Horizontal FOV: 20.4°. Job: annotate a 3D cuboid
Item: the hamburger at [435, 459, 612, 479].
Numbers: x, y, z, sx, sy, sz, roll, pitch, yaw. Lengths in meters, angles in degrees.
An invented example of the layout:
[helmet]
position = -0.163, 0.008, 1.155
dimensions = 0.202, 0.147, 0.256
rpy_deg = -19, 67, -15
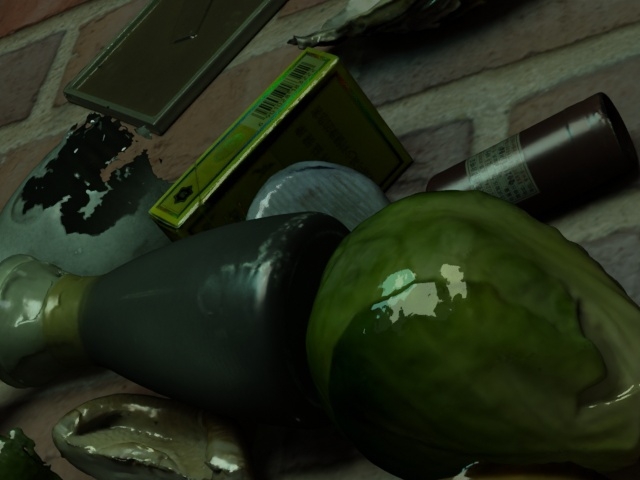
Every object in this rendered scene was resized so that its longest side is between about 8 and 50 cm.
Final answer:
[hamburger]
position = 0.101, 0.245, 1.098
dimensions = 0.237, 0.237, 0.149
rpy_deg = -21, 56, 24

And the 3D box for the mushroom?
[mushroom]
position = -0.126, 0.177, 1.510
dimensions = 0.209, 0.072, 0.094
rpy_deg = 6, 48, 31

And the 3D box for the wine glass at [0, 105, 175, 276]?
[wine glass]
position = -0.262, 0.041, 1.704
dimensions = 0.357, 0.190, 0.190
rpy_deg = -42, 34, 3

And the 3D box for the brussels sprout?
[brussels sprout]
position = 0.118, 0.077, 1.284
dimensions = 0.271, 0.219, 0.210
rpy_deg = 13, 47, 25

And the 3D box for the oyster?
[oyster]
position = 0.098, -0.271, 1.802
dimensions = 0.275, 0.100, 0.271
rpy_deg = -51, 32, 4

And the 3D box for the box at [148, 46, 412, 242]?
[box]
position = -0.034, -0.050, 1.628
dimensions = 0.220, 0.141, 0.064
rpy_deg = -45, 35, -11

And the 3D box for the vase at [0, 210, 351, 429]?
[vase]
position = -0.127, 0.066, 1.487
dimensions = 0.321, 0.173, 0.173
rpy_deg = -1, 48, 32

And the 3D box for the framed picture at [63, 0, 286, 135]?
[framed picture]
position = -0.145, -0.260, 2.081
dimensions = 0.315, 0.024, 0.232
rpy_deg = -49, 35, -13

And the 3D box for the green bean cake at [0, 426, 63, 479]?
[green bean cake]
position = -0.270, 0.250, 1.403
dimensions = 0.250, 0.247, 0.156
rpy_deg = 9, 56, 48

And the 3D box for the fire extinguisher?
[fire extinguisher]
position = 0.156, -0.033, 1.505
dimensions = 0.231, 0.071, 0.099
rpy_deg = -28, 63, 17

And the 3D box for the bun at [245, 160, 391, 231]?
[bun]
position = 0.000, 0.000, 1.566
dimensions = 0.141, 0.141, 0.083
rpy_deg = -49, -3, -15
